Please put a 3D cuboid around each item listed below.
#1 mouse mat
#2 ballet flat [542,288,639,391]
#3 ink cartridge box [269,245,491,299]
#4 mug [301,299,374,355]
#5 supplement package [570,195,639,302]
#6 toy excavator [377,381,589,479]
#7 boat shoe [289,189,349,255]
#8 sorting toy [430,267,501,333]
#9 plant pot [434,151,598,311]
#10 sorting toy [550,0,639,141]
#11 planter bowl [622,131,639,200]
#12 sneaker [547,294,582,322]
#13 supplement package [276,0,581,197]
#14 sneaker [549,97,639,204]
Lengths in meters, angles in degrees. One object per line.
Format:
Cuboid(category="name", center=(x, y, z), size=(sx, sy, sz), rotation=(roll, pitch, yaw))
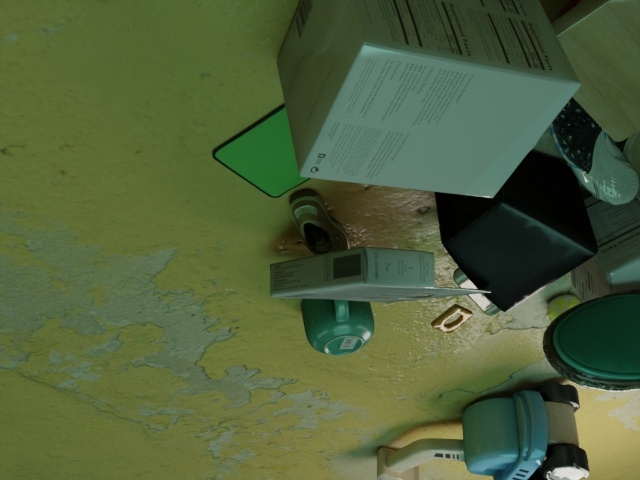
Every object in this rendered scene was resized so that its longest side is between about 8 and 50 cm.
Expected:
Cuboid(category="mouse mat", center=(-0.039, -0.133, 1.179), size=(0.189, 0.007, 0.152), rotation=(-28, 142, 24))
Cuboid(category="ballet flat", center=(0.561, 0.148, 1.338), size=(0.482, 0.164, 0.182), rotation=(-18, 153, -14))
Cuboid(category="ink cartridge box", center=(0.088, 0.058, 1.298), size=(0.238, 0.060, 0.275), rotation=(4, 171, -32))
Cuboid(category="mug", center=(0.027, 0.147, 1.513), size=(0.129, 0.097, 0.157), rotation=(-27, 143, 21))
Cuboid(category="supplement package", center=(0.551, 0.022, 1.418), size=(0.204, 0.145, 0.262), rotation=(-27, 145, 2))
Cuboid(category="toy excavator", center=(0.392, 0.521, 2.095), size=(0.445, 0.222, 0.433), rotation=(8, 143, -4))
Cuboid(category="boat shoe", center=(0.000, 0.000, 1.319), size=(0.068, 0.072, 0.190), rotation=(-21, 144, 14))
Cuboid(category="sorting toy", center=(0.336, 0.045, 1.481), size=(0.347, 0.047, 0.196), rotation=(-35, 143, 11))
Cuboid(category="plant pot", center=(0.281, -0.035, 1.270), size=(0.167, 0.188, 0.187), rotation=(28, 131, -28))
Cuboid(category="sorting toy", center=(0.421, -0.275, 1.039), size=(0.255, 0.089, 0.257), rotation=(-33, 141, 28))
Cuboid(category="planter bowl", center=(0.561, -0.122, 1.257), size=(0.109, 0.162, 0.162), rotation=(-29, 151, -21))
Cuboid(category="sneaker", center=(0.543, 0.209, 1.725), size=(0.091, 0.126, 0.240), rotation=(-29, 141, 24))
Cuboid(category="supplement package", center=(0.112, -0.196, 0.964), size=(0.262, 0.198, 0.199), rotation=(5, 141, -22))
Cuboid(category="sneaker", center=(0.397, -0.137, 1.242), size=(0.085, 0.086, 0.237), rotation=(-48, 125, 0))
